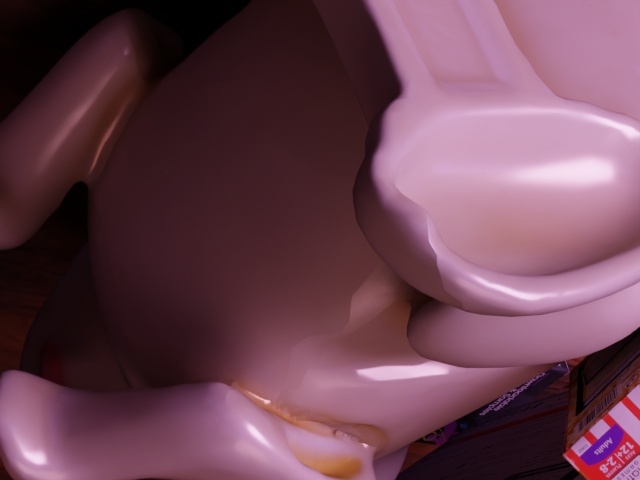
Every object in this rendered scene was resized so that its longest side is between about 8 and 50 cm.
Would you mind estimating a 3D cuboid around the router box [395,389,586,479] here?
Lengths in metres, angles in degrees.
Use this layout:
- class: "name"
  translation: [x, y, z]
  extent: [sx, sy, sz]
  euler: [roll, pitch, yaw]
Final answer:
- class: "router box"
  translation: [0.106, 0.176, 0.992]
  extent: [0.301, 0.082, 0.335]
  euler: [-29, 180, -33]

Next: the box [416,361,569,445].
- class: "box"
  translation: [0.077, 0.100, 1.183]
  extent: [0.162, 0.029, 0.116]
  euler: [14, 137, -35]

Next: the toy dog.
- class: "toy dog"
  translation: [0.000, 0.000, 0.834]
  extent: [0.395, 0.285, 0.408]
  euler: [-12, 153, -43]

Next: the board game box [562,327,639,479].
- class: "board game box"
  translation: [0.180, 0.044, 0.788]
  extent: [0.147, 0.045, 0.193]
  euler: [-45, 178, 11]
